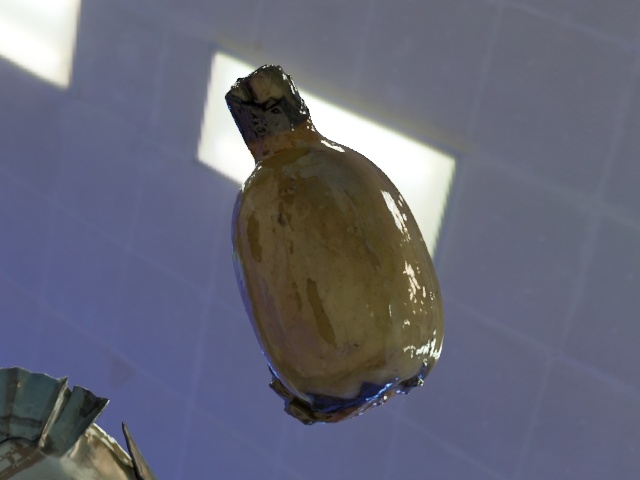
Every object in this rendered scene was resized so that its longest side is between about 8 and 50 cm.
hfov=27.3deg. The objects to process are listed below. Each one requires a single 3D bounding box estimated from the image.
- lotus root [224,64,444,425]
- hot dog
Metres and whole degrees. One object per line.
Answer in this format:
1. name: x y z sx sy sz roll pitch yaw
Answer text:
1. lotus root: 0.000 0.000 1.131 0.182 0.182 0.310 -20 -90 41
2. hot dog: -0.141 0.192 0.722 0.270 0.162 0.082 61 -12 -25
